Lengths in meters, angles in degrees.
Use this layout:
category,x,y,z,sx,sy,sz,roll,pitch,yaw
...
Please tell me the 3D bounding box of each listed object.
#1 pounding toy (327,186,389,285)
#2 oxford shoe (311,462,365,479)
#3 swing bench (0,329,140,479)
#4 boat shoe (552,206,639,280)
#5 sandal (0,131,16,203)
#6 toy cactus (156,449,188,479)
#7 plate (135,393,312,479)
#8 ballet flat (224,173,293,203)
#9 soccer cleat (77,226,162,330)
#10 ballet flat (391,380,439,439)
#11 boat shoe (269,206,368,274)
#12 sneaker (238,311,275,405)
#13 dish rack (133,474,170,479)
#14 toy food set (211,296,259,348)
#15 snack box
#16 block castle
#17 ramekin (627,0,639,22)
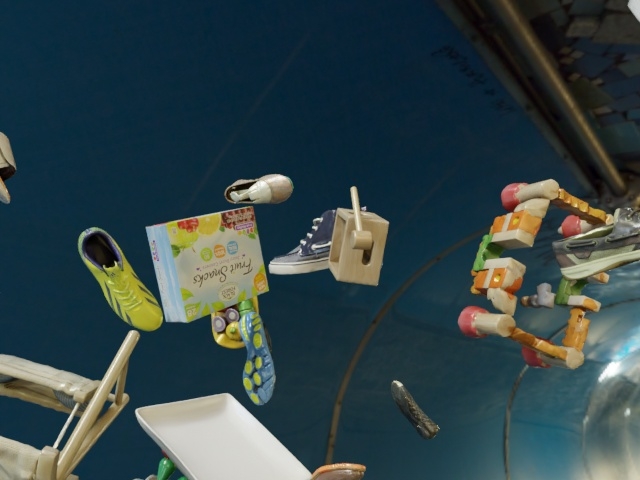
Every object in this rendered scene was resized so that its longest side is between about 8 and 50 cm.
category,x,y,z,sx,sy,sz,roll,pitch,yaw
pounding toy,0.087,-0.008,0.996,0.094,0.206,0.181,8,-80,-9
oxford shoe,0.017,0.843,1.722,0.129,0.363,0.133,26,-142,-34
swing bench,-0.440,0.229,0.742,0.255,0.253,0.165,-73,2,-61
boat shoe,0.442,-0.011,0.741,0.080,0.223,0.074,-27,-94,-51
sandal,-0.666,-0.204,1.026,0.076,0.102,0.266,-31,-79,-34
toy cactus,-0.306,0.522,1.068,0.180,0.112,0.219,-14,-103,-16
plate,-0.185,0.410,1.001,0.045,0.278,0.277,-61,-29,6
ballet flat,-0.230,-0.167,1.833,0.106,0.315,0.108,-28,-72,-41
soccer cleat,-0.476,0.098,1.227,0.093,0.121,0.289,-36,-82,-23
ballet flat,0.248,0.451,1.385,0.049,0.057,0.173,-23,-110,-37
boat shoe,0.000,0.000,1.443,0.127,0.340,0.158,-16,-84,-67
sneaker,-0.119,0.235,1.038,0.078,0.067,0.188,56,-164,-54
dish rack,-0.438,0.715,1.230,0.333,0.072,0.286,80,-158,-59
toy food set,-0.229,0.161,1.310,0.071,0.128,0.218,54,-154,-70
snack box,-0.201,0.039,0.957,0.207,0.070,0.175,-16,-82,-50
block castle,0.572,0.089,1.384,0.302,0.213,0.454,24,-101,-12
ramekin,0.335,-0.158,0.393,0.207,0.109,0.207,26,-136,-29
